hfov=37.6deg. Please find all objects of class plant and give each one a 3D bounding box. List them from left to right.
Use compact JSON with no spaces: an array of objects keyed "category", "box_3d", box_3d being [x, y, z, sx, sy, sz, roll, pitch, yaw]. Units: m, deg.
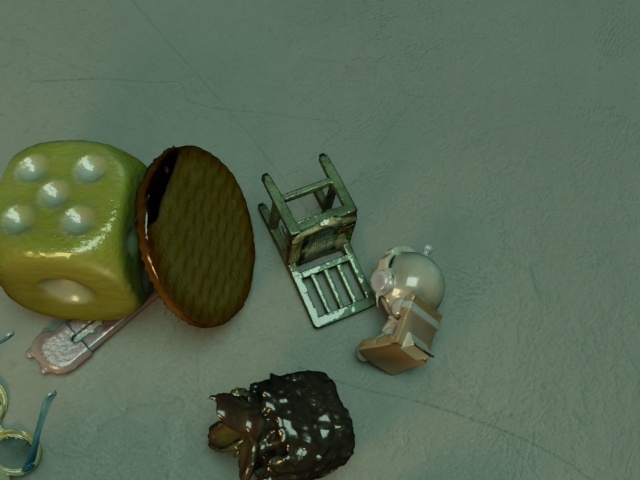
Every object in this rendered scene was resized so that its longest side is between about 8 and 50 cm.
[{"category":"plant","box_3d":[-0.067,0.317,1.532,0.234,0.204,0.178,-13,60,-25]}]

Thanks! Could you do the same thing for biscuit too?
[{"category":"biscuit","box_3d":[-0.208,-0.007,1.606,0.040,0.318,0.318,-10,63,29]}]

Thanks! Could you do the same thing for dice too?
[{"category":"dice","box_3d":[-0.400,-0.014,1.569,0.226,0.238,0.233,2,60,6]}]

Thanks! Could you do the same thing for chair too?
[{"category":"chair","box_3d":[0.000,0.000,1.698,0.136,0.147,0.270,-20,70,-17]}]

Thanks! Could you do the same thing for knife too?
[{"category":"knife","box_3d":[-0.336,0.099,1.663,0.398,0.038,0.132,-41,76,-21]}]

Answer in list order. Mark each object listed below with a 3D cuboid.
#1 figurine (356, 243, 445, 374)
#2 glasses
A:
[{"category":"figurine","box_3d":[0.150,0.113,1.690,0.162,0.141,0.237,33,57,-36]},{"category":"glasses","box_3d":[-0.482,0.253,1.503,0.190,0.220,0.088,51,31,14]}]
